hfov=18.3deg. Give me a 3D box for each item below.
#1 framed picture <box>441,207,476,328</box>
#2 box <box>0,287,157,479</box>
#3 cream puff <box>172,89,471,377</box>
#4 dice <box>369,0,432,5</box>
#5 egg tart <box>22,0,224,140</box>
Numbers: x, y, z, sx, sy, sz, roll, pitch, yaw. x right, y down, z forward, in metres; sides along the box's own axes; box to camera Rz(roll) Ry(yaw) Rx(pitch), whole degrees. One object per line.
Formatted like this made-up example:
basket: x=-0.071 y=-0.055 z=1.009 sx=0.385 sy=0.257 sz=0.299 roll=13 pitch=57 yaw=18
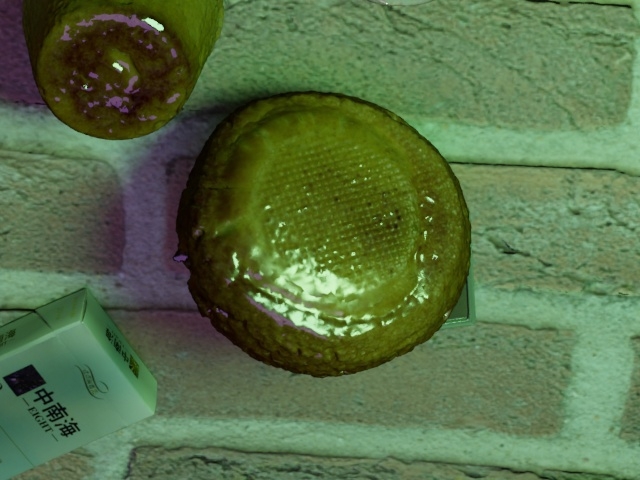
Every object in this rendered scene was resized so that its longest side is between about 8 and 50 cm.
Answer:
framed picture: x=0.064 y=0.040 z=2.133 sx=0.203 sy=0.015 sz=0.150 roll=-8 pitch=124 yaw=-2
box: x=-0.320 y=0.167 z=2.181 sx=0.243 sy=0.067 sz=0.155 roll=-24 pitch=124 yaw=13
cream puff: x=0.000 y=0.000 z=1.972 sx=0.303 sy=0.303 sz=0.212 roll=14 pitch=159 yaw=-11
dice: x=0.075 y=-0.279 z=1.877 sx=0.093 sy=0.094 sz=0.091 roll=-2 pitch=123 yaw=-2
egg tart: x=-0.188 y=-0.192 z=1.894 sx=0.202 sy=0.147 sz=0.203 roll=-2 pitch=123 yaw=-4
